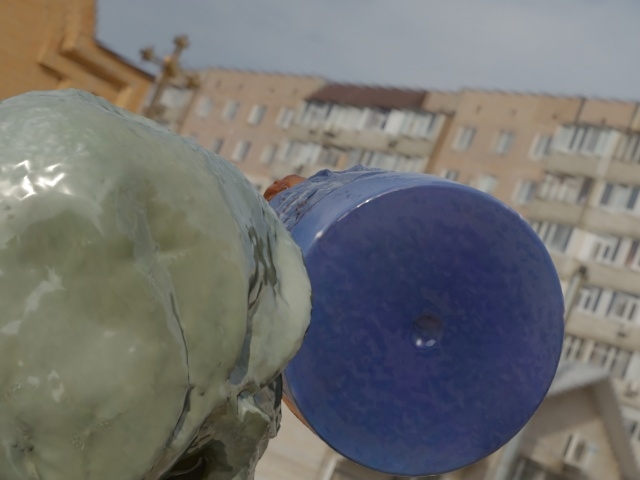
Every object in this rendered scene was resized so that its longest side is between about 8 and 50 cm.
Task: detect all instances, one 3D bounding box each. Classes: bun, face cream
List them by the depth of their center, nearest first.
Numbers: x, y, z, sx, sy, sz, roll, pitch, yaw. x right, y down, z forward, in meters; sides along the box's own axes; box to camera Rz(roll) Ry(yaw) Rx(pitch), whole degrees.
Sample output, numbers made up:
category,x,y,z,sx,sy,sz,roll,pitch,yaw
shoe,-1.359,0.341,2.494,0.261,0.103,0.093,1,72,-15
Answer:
category,x,y,z,sx,sy,sz,roll,pitch,yaw
bun,-0.135,0.089,0.790,0.194,0.354,0.354,23,-8,37
face cream,0.059,0.061,1.269,0.249,0.249,0.225,25,-1,-16

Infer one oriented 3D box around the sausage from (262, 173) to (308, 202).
category,x,y,z,sx,sy,sz,roll,pitch,yaw
sausage,0.000,0.000,1.642,0.097,0.094,0.348,47,3,14
